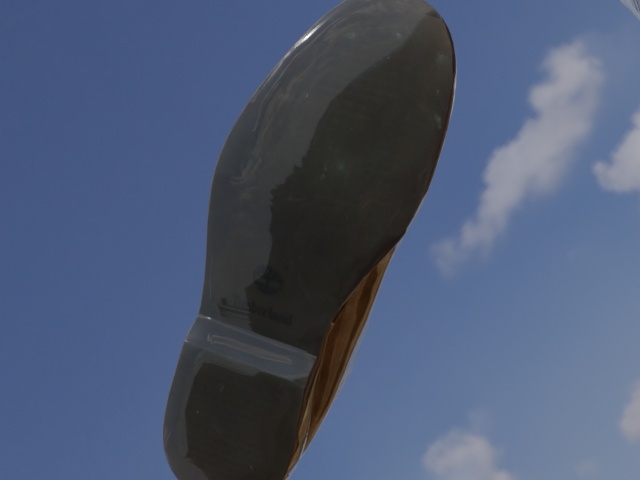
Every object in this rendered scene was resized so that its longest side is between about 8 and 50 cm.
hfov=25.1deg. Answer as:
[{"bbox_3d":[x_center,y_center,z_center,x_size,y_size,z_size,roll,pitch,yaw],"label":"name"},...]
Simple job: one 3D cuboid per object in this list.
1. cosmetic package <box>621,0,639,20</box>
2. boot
[{"bbox_3d":[0.437,-0.295,1.191,0.385,0.217,0.156,-37,-27,4],"label":"cosmetic package"},{"bbox_3d":[0.000,0.000,0.826,0.115,0.112,0.305,-22,-44,-67],"label":"boot"}]
